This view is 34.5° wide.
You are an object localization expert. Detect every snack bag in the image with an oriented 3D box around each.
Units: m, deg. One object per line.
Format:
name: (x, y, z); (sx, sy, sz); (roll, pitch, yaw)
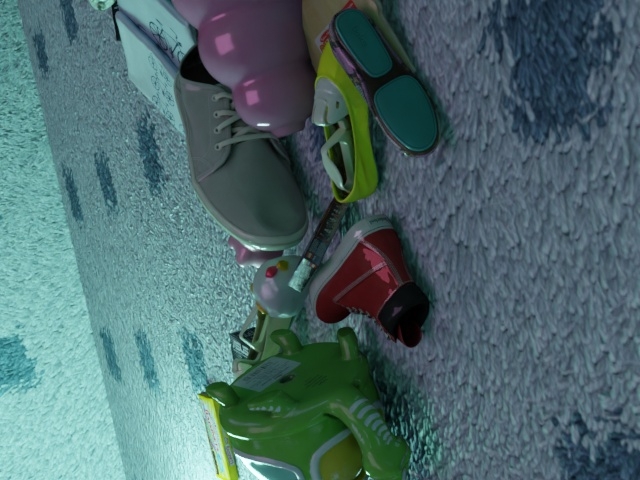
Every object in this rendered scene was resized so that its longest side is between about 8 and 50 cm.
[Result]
snack bag: (-0.314, -0.366, 1.988); (0.323, 0.037, 0.342); (47, 155, 30)

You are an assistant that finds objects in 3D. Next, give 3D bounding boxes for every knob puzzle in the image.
knob puzzle: (0.041, -0.272, 1.372); (0.213, 0.030, 0.213); (38, 144, 34)

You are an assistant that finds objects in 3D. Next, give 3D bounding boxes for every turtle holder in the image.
turtle holder: (0.007, 0.274, 1.573); (0.320, 0.243, 0.227); (-13, 109, 27)

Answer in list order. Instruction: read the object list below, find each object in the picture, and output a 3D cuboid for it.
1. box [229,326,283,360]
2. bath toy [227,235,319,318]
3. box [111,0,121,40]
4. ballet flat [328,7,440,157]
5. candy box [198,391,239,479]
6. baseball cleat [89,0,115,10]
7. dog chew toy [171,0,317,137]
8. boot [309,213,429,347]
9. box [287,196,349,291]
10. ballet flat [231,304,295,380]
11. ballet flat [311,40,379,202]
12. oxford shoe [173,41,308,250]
box: (-0.084, 0.296, 1.937); (0.270, 0.060, 0.216); (17, 118, 62)
bath toy: (-0.109, -0.029, 1.754); (0.129, 0.151, 0.348); (-45, 55, 22)
box: (-0.373, -0.565, 2.103); (0.295, 0.073, 0.293); (12, 115, 63)
ballet flat: (0.080, -0.191, 1.293); (0.221, 0.077, 0.079); (58, 169, 14)
candy box: (-0.239, 0.459, 2.405); (0.105, 0.027, 0.206); (-6, 97, 63)
baseball cleat: (-0.439, -0.574, 2.096); (0.206, 0.072, 0.109); (111, 152, -44)
dog chew toy: (-0.095, -0.311, 1.486); (0.206, 0.207, 0.332); (-8, 102, 66)
boot: (0.069, 0.100, 1.472); (0.176, 0.088, 0.244); (64, 150, 23)
box: (0.000, 0.000, 1.530); (0.027, 0.137, 0.094); (28, 149, -2)
ballet flat: (-0.112, 0.197, 1.792); (0.086, 0.086, 0.248); (2, 74, 65)
ballet flat: (0.027, -0.153, 1.388); (0.077, 0.077, 0.231); (21, 133, 45)
oxford shoe: (-0.140, -0.171, 1.698); (0.130, 0.169, 0.449); (109, 146, -48)
